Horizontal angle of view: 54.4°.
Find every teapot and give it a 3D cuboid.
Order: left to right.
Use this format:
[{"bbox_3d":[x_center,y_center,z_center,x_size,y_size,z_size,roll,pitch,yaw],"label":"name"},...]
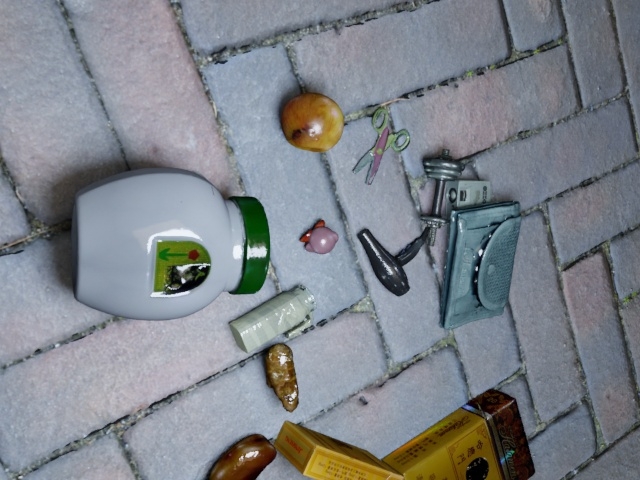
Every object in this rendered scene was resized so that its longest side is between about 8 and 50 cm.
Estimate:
[{"bbox_3d":[-0.100,0.193,1.452,0.201,0.077,0.107,-29,112,-22],"label":"teapot"}]

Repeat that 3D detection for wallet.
[{"bbox_3d":[0.439,0.070,1.681,0.237,0.075,0.341,-9,113,-29],"label":"wallet"}]

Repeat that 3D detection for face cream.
[{"bbox_3d":[-0.301,0.011,1.241,0.357,0.219,0.312,-1,112,-26],"label":"face cream"}]

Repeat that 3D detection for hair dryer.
[{"bbox_3d":[0.210,0.014,1.615,0.219,0.075,0.195,-40,102,-29],"label":"hair dryer"}]

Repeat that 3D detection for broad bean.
[{"bbox_3d":[-0.183,0.521,1.437,0.165,0.084,0.114,-47,118,-9],"label":"broad bean"}]

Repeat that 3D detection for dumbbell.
[{"bbox_3d":[0.307,-0.110,1.618,0.110,0.110,0.254,5,96,-28],"label":"dumbbell"}]

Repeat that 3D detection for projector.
[{"bbox_3d":[0.398,-0.090,1.690,0.115,0.061,0.147,-2,96,-28],"label":"projector"}]

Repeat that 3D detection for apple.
[{"bbox_3d":[-0.021,-0.262,1.411,0.147,0.146,0.146,-3,96,-27],"label":"apple"}]

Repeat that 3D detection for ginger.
[{"bbox_3d":[-0.093,0.316,1.457,0.074,0.103,0.161,-10,94,-4],"label":"ginger"}]

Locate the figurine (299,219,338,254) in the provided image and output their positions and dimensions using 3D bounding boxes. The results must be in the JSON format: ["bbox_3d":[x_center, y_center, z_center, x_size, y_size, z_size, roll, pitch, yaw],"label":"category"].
[{"bbox_3d":[0.000,0.000,1.491,0.083,0.067,0.071,-40,91,-2],"label":"figurine"}]

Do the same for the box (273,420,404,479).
[{"bbox_3d":[0.044,0.536,1.504,0.274,0.174,0.076,29,83,-27],"label":"box"}]

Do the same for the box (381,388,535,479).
[{"bbox_3d":[0.393,0.624,1.727,0.416,0.116,0.264,-23,104,-23],"label":"box"}]

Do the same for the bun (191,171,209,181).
[{"bbox_3d":[-0.271,-0.107,1.351,0.083,0.045,0.083,-1,92,-31],"label":"bun"}]

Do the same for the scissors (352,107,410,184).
[{"bbox_3d":[0.148,-0.228,1.571,0.134,0.020,0.187,39,76,-29],"label":"scissors"}]
